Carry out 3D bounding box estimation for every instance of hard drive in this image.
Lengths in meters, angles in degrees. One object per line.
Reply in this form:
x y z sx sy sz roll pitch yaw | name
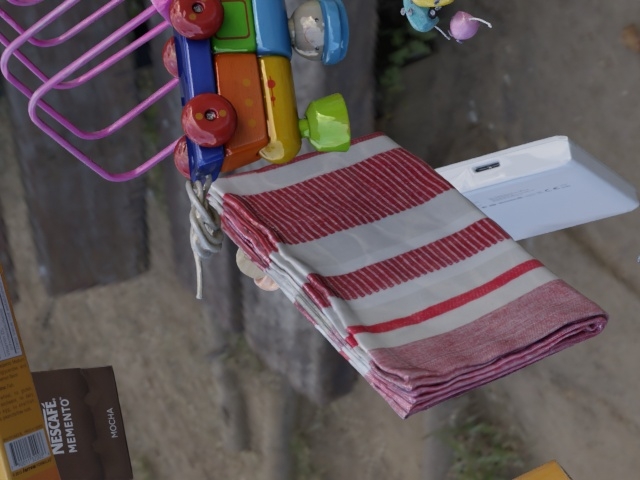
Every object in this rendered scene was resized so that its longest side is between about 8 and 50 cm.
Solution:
0.303 -0.068 1.918 0.233 0.353 0.047 -15 74 25 | hard drive

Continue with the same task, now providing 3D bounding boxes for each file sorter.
-0.228 -0.232 1.310 0.290 0.182 0.202 59 -173 30 | file sorter

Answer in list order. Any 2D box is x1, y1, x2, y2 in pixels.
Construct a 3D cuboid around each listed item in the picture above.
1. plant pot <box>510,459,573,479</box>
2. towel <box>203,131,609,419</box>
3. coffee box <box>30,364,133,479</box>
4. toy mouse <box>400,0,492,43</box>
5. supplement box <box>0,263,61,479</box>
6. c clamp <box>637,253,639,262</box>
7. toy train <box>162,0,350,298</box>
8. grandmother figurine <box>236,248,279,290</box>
0.333 0.448 2.063 0.205 0.188 0.205 50 -176 -4 | plant pot
0.070 0.011 1.209 0.329 0.237 0.037 44 138 36 | towel
-0.337 0.310 1.755 0.297 0.119 0.168 113 147 -52 | coffee box
0.161 -0.301 1.806 0.161 0.031 0.143 27 165 18 | toy mouse
-0.318 0.136 1.229 0.078 0.080 0.233 -17 87 26 | supplement box
0.309 0.061 1.010 0.137 0.022 0.160 9 147 16 | c clamp
-0.040 -0.080 1.034 0.105 0.143 0.248 122 141 -72 | toy train
0.000 0.000 1.926 0.208 0.342 0.104 35 111 16 | grandmother figurine
